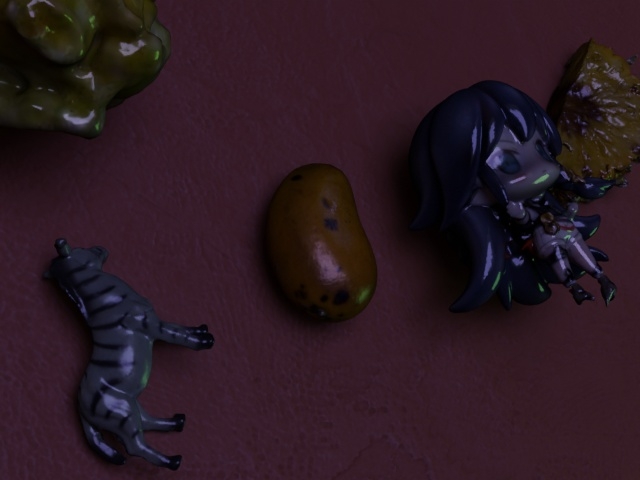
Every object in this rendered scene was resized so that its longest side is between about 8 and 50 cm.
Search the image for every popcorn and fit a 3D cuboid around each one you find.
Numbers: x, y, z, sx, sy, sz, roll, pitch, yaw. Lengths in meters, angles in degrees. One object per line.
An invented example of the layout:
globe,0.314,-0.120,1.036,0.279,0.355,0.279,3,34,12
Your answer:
popcorn,-0.286,-0.233,1.606,0.312,0.312,0.312,8,70,-22

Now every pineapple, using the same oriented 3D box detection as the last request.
pineapple,0.329,-0.120,1.956,0.135,0.079,0.233,35,62,-13

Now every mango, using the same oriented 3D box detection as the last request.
mango,-0.002,0.001,1.757,0.115,0.090,0.178,-3,71,-36

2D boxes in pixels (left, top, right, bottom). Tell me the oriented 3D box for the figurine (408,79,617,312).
figurine,0.199,-0.038,1.797,0.175,0.197,0.265,10,67,-60

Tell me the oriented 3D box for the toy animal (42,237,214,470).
toy animal,-0.199,0.110,1.643,0.176,0.073,0.216,15,72,-13
